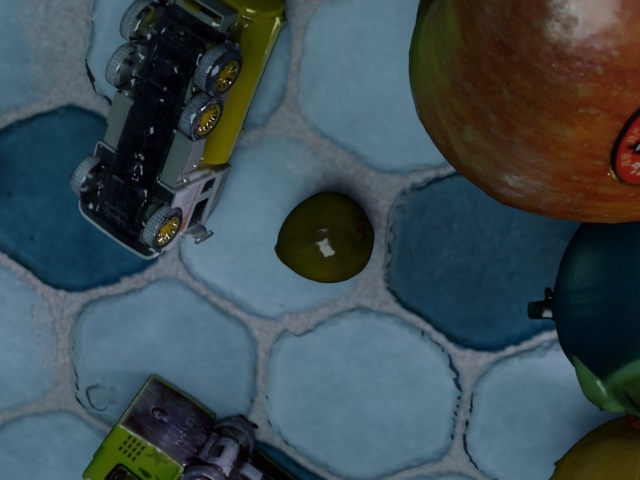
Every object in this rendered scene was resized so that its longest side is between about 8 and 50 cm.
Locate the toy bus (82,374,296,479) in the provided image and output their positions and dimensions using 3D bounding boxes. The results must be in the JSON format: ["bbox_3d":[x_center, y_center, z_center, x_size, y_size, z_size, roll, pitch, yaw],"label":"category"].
[{"bbox_3d":[-0.066,0.257,1.723,0.301,0.113,0.139,39,118,-3],"label":"toy bus"}]

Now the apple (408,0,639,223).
[{"bbox_3d":[0.204,-0.155,1.367,0.250,0.277,0.309,26,153,-6],"label":"apple"}]

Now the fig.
[{"bbox_3d":[0.000,0.000,1.603,0.088,0.074,0.074,-18,111,41],"label":"fig"}]

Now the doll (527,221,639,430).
[{"bbox_3d":[0.313,0.044,1.477,0.321,0.198,0.186,-4,83,10],"label":"doll"}]

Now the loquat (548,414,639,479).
[{"bbox_3d":[0.289,0.225,1.571,0.234,0.187,0.176,14,117,6],"label":"loquat"}]

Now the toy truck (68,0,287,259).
[{"bbox_3d":[-0.104,-0.102,1.555,0.098,0.114,0.227,34,120,21],"label":"toy truck"}]
